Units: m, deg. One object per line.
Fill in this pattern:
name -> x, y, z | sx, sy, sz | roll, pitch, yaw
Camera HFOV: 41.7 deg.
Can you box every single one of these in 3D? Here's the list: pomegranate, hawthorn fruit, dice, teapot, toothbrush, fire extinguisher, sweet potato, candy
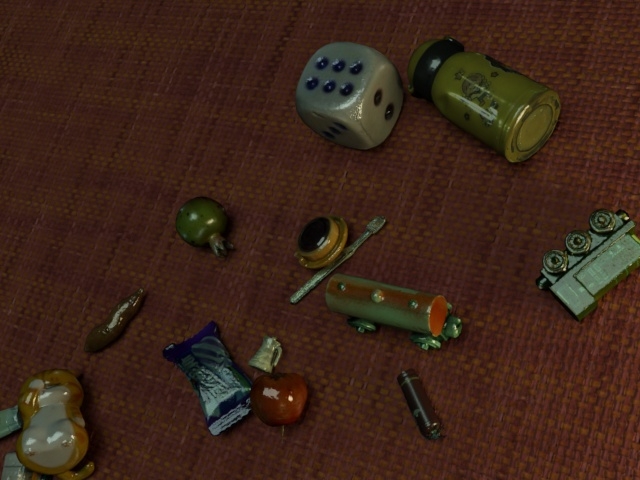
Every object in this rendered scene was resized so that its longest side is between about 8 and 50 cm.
pomegranate -> -0.273, -0.037, 2.049 | 0.159, 0.129, 0.129 | 24, 80, 12
hawthorn fruit -> -0.086, 0.340, 1.799 | 0.125, 0.140, 0.125 | -28, 21, 12
dice -> 0.070, -0.337, 1.968 | 0.193, 0.192, 0.194 | 20, 77, 30
teapot -> -0.118, 0.254, 1.883 | 0.067, 0.057, 0.083 | 10, 68, 34
toothbrush -> 0.038, 0.046, 1.916 | 0.294, 0.028, 0.026 | -44, 55, 8
fire extinguisher -> 0.202, 0.337, 1.696 | 0.064, 0.043, 0.158 | -49, 50, 36
sweet potato -> -0.511, 0.204, 2.096 | 0.218, 0.051, 0.065 | -46, 55, 2
candy -> -0.248, 0.305, 1.917 | 0.145, 0.070, 0.275 | -38, 55, -3

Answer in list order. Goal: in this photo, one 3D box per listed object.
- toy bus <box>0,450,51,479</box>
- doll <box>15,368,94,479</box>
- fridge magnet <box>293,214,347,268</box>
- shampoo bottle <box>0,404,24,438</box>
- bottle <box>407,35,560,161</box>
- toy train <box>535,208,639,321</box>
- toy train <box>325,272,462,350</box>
toy bus -> -0.708, 0.626, 1.976 | 0.092, 0.106, 0.268 | -6, 65, 20
doll -> -0.633, 0.422, 1.990 | 0.166, 0.162, 0.270 | -7, 55, -13
fridge magnet -> 0.000, 0.000, 1.922 | 0.143, 0.063, 0.143 | -27, 43, 29
shampoo bottle -> -0.839, 0.482, 2.137 | 0.212, 0.049, 0.072 | -22, 57, 17
bottle -> 0.337, -0.328, 1.844 | 0.171, 0.171, 0.351 | -49, 57, -1
toy train -> 0.534, 0.042, 1.640 | 0.225, 0.090, 0.137 | -41, 64, 4
toy train -> 0.144, 0.138, 1.731 | 0.285, 0.177, 0.116 | 12, 74, 30
